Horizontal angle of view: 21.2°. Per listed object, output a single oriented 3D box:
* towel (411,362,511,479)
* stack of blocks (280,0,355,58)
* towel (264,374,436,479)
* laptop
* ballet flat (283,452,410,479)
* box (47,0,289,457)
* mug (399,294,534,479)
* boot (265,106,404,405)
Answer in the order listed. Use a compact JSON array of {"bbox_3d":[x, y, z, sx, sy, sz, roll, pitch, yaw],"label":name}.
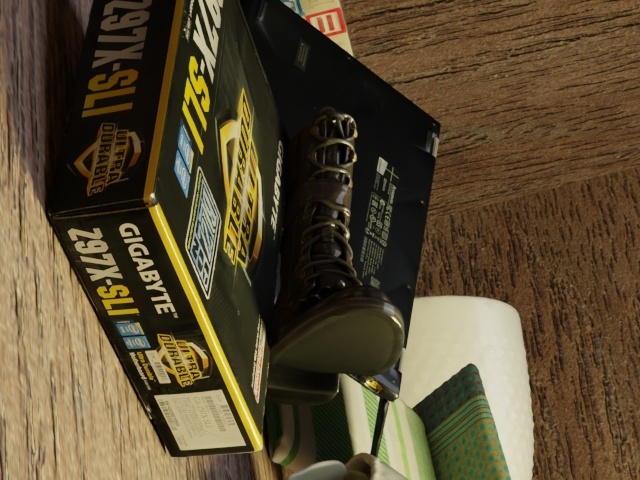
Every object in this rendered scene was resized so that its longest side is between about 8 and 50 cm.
[{"bbox_3d":[0.128,0.356,1.977,0.040,0.271,0.370,28,34,-34],"label":"towel"},{"bbox_3d":[-0.045,-0.216,2.062,0.297,0.171,0.087,71,6,-51],"label":"stack of blocks"},{"bbox_3d":[0.035,0.215,1.874,0.325,0.038,0.248,43,25,-40],"label":"towel"},{"bbox_3d":[-0.017,0.033,1.695,0.408,0.236,0.382,36,40,-22],"label":"laptop"},{"bbox_3d":[-0.001,0.255,1.404,0.400,0.139,0.139,-12,87,-72],"label":"ballet flat"},{"bbox_3d":[-0.097,-0.048,1.233,0.322,0.079,0.257,-86,162,-44],"label":"box"},{"bbox_3d":[0.127,0.262,2.316,0.374,0.276,0.328,18,60,-48],"label":"mug"},{"bbox_3d":[0.000,0.000,1.362,0.263,0.091,0.229,139,-41,-65],"label":"boot"}]
